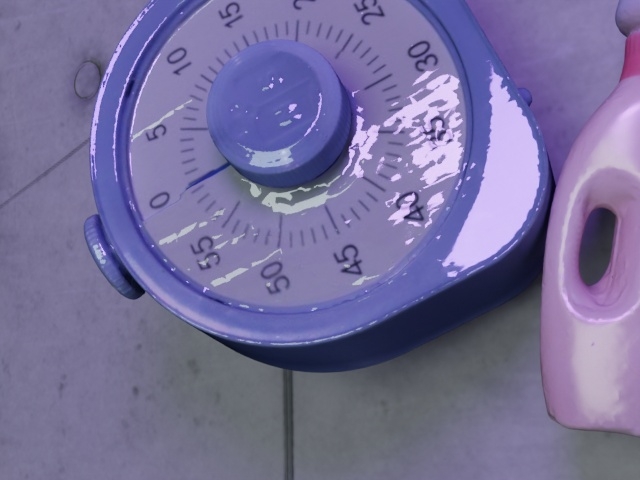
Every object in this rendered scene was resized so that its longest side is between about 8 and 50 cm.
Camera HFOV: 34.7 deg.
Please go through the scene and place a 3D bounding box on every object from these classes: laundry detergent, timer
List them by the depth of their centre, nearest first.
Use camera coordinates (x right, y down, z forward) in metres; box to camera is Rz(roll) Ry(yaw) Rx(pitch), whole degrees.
[{"bbox_3d":[0.246,-0.025,0.753,0.159,0.088,0.335,5,85,-1],"label":"laundry detergent"},{"bbox_3d":[-0.025,-0.072,0.850,0.395,0.173,0.394,-4,73,15],"label":"timer"}]
